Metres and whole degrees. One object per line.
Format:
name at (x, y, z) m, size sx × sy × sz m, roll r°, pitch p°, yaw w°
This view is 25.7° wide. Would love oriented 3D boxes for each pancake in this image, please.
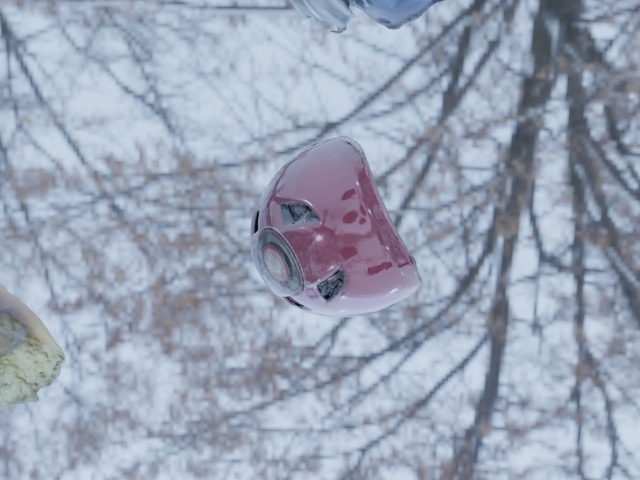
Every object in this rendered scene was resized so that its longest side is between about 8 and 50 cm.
pancake at (-0.363, 0.073, 1.098) m, size 0.266 × 0.057 × 0.244 m, roll 34°, pitch -136°, yaw 26°

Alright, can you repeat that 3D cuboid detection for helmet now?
helmet at (0.000, 0.000, 1.534) m, size 0.154 × 0.198 × 0.253 m, roll -25°, pitch -179°, yaw -2°

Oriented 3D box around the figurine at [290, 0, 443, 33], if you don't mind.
figurine at (-0.077, -0.293, 1.029) m, size 0.388 × 0.248 × 0.276 m, roll 26°, pitch 169°, yaw -27°
